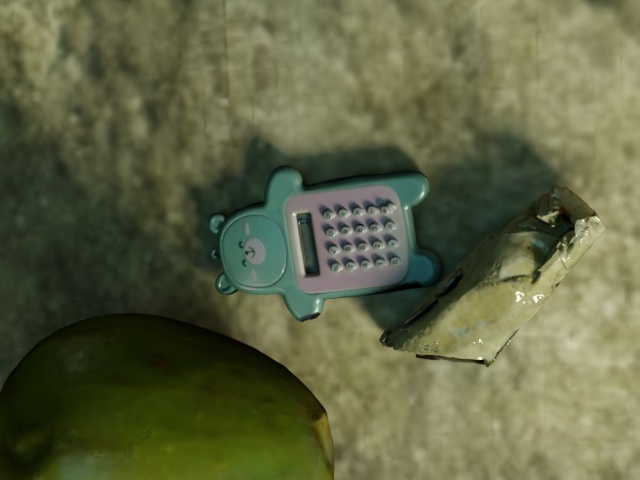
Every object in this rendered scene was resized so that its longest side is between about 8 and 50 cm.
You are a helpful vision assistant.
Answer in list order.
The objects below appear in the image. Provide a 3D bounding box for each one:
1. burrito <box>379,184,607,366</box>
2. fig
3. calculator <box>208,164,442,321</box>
[{"bbox_3d":[0.099,0.028,0.960,0.149,0.041,0.055,-45,69,22],"label":"burrito"},{"bbox_3d":[-0.088,0.126,0.965,0.191,0.181,0.181,-10,94,1],"label":"fig"},{"bbox_3d":[0.000,0.000,1.001,0.141,0.019,0.094,-7,97,19],"label":"calculator"}]
